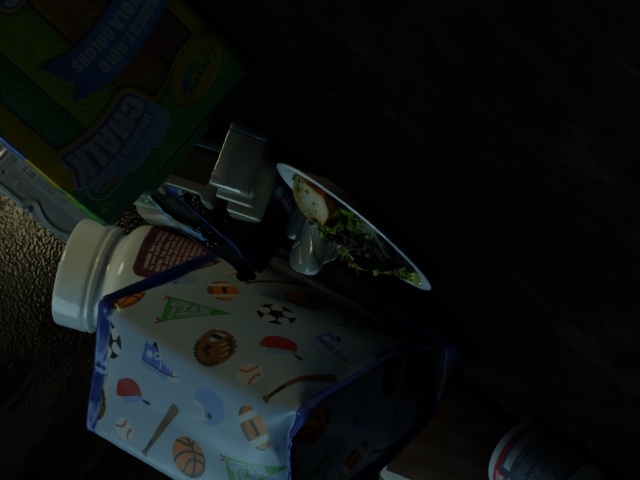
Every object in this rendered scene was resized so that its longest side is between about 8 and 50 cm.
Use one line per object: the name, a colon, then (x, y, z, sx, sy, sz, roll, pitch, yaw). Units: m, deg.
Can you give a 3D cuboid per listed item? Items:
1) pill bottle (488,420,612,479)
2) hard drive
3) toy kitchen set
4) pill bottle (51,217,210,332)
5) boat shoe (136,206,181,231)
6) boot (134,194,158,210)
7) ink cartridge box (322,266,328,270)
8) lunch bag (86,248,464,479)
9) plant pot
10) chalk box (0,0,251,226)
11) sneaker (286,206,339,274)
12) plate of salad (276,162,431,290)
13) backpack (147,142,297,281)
pill bottle: (0.317, 0.323, 1.640, 0.180, 0.108, 0.108, 32, 171, 45)
hard drive: (-0.531, -0.147, 2.591, 0.064, 0.237, 0.339, 31, 169, 50)
toy kitchen set: (-0.143, -0.117, 1.318, 0.207, 0.122, 0.166, 18, 171, 6)
pill bottle: (-0.234, 0.101, 2.117, 0.392, 0.224, 0.224, 15, 172, 3)
boat shoe: (-0.213, -0.047, 2.081, 0.094, 0.109, 0.302, 41, 171, -32)
boot: (-0.251, -0.123, 1.809, 0.213, 0.077, 0.165, 4, 143, -12)
ink cartridge box: (0.067, 0.127, 1.944, 0.225, 0.056, 0.181, 38, 174, 23)
lunch bag: (-0.042, 0.149, 1.579, 0.328, 0.239, 0.385, 27, -151, 28)
plant pot: (0.243, 0.347, 1.916, 0.230, 0.215, 0.215, 19, 164, 28)
chalk box: (-0.196, -0.143, 1.007, 0.289, 0.180, 0.179, 43, 173, -37)
sneaker: (0.000, 0.000, 1.379, 0.061, 0.053, 0.152, 23, -161, -10)
plate of salad: (0.027, -0.006, 1.263, 0.200, 0.048, 0.200, 38, 173, 5)
backpack: (-0.127, -0.053, 1.489, 0.173, 0.117, 0.158, 36, 173, 24)
